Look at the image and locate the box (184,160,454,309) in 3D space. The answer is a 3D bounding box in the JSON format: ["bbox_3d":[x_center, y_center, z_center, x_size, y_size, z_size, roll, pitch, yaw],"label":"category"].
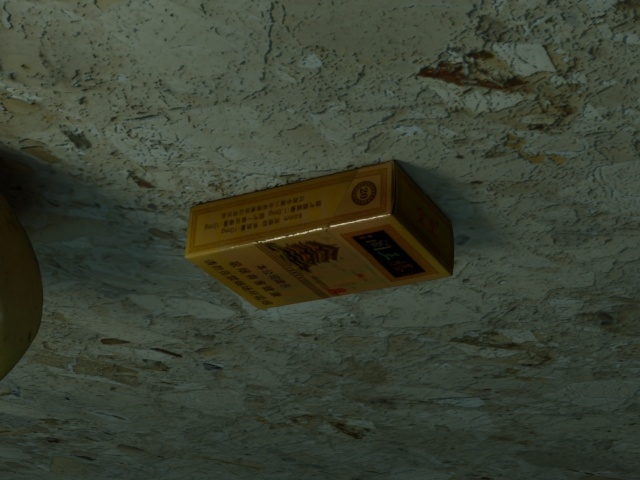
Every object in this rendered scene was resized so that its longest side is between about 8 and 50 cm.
[{"bbox_3d":[0.000,0.000,1.401,0.274,0.076,0.174,-11,152,26],"label":"box"}]

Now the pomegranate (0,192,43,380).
[{"bbox_3d":[-0.478,0.078,1.300,0.342,0.342,0.342,2,154,1],"label":"pomegranate"}]
